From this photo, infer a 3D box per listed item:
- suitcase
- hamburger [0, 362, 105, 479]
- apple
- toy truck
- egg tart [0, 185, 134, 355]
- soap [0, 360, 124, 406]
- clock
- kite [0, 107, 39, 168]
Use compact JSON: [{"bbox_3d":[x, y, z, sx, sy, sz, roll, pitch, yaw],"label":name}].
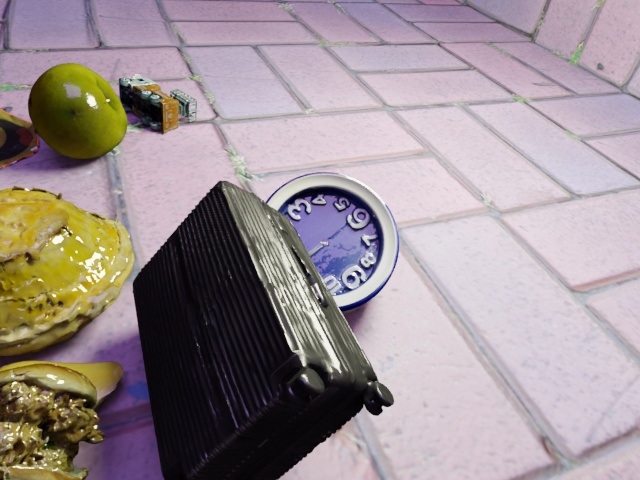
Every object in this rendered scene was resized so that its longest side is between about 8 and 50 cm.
[{"bbox_3d":[-0.100,0.110,0.571,0.152,0.229,0.335,30,22,-45],"label":"suitcase"},{"bbox_3d":[-0.324,0.199,0.485,0.185,0.159,0.131,19,51,-38],"label":"hamburger"},{"bbox_3d":[-0.497,-0.260,0.972,0.157,0.196,0.196,-34,49,4],"label":"apple"},{"bbox_3d":[-0.404,-0.343,1.160,0.178,0.080,0.115,33,41,23],"label":"toy truck"},{"bbox_3d":[-0.459,0.020,0.699,0.342,0.132,0.341,4,42,-4],"label":"egg tart"},{"bbox_3d":[-0.340,0.193,0.599,0.169,0.033,0.089,3,47,-8],"label":"soap"},{"bbox_3d":[0.008,0.006,0.771,0.231,0.083,0.230,1,75,-5],"label":"clock"},{"bbox_3d":[-0.769,-0.208,0.988,0.328,0.013,0.377,-8,45,-18],"label":"kite"}]
